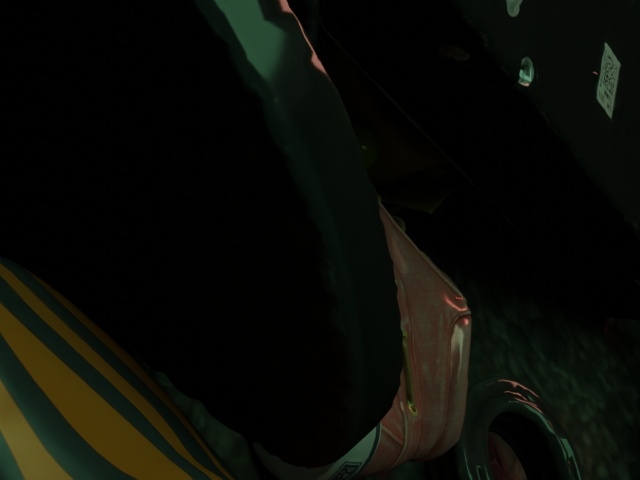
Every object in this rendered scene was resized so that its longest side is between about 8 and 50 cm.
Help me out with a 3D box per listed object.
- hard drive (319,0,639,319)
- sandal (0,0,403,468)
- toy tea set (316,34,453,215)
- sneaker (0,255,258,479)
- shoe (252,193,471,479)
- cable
[{"bbox_3d":[0.110,-0.125,0.641,0.339,0.064,0.237,36,61,-56],"label":"hard drive"},{"bbox_3d":[-0.090,-0.139,0.440,0.107,0.167,0.446,-35,93,-29],"label":"sandal"},{"bbox_3d":[0.061,-0.158,0.693,0.200,0.124,0.336,54,36,-8],"label":"toy tea set"},{"bbox_3d":[0.020,0.112,0.399,0.321,0.180,0.124,53,35,-9],"label":"sneaker"},{"bbox_3d":[0.000,0.000,0.563,0.081,0.063,0.178,2,69,-52],"label":"shoe"},{"bbox_3d":[0.097,0.195,0.570,0.139,0.072,0.287,-18,67,-37],"label":"cable"}]
